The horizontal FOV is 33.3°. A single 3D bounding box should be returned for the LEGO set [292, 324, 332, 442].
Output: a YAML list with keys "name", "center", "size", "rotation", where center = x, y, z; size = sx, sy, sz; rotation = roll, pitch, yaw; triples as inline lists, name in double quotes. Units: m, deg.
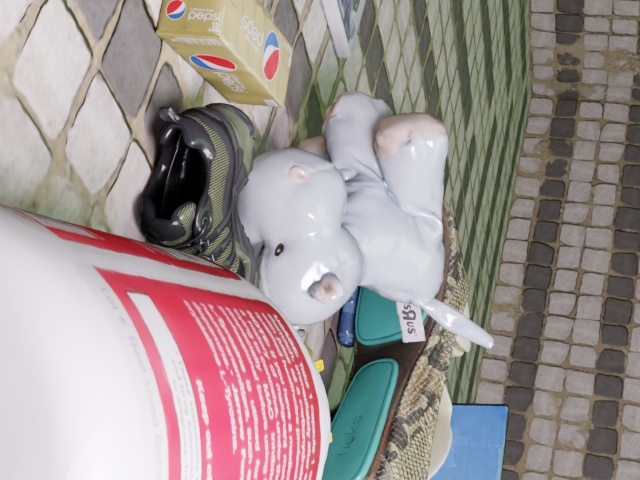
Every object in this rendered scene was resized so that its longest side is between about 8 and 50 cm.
- name: "LEGO set"
  center: [-0.075, 0.215, 1.116]
  size: [0.132, 0.107, 0.287]
  rotation: [10, 91, -39]

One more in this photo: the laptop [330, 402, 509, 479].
- name: "laptop"
  center: [0.114, 0.445, 1.550]
  size: [0.408, 0.236, 0.382]
  rotation: [-12, 107, -73]

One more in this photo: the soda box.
- name: "soda box"
  center: [-0.079, -0.175, 0.943]
  size: [0.181, 0.058, 0.061]
  rotation: [39, 59, -72]

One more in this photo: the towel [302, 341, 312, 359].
- name: "towel"
  center: [-0.026, 0.157, 1.349]
  size: [0.083, 0.009, 0.060]
  rotation: [57, 43, -66]

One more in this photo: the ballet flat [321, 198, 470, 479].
- name: "ballet flat"
  center: [0.121, 0.173, 1.447]
  size: [0.182, 0.164, 0.482]
  rotation: [38, 53, -32]

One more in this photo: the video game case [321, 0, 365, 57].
- name: "video game case"
  center: [0.032, -0.350, 1.319]
  size: [0.190, 0.022, 0.173]
  rotation: [68, 33, -59]

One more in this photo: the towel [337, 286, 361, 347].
- name: "towel"
  center: [0.048, 0.094, 1.545]
  size: [0.067, 0.029, 0.119]
  rotation: [39, 60, -71]

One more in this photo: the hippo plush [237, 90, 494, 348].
- name: "hippo plush"
  center: [0.000, 0.000, 1.130]
  size: [0.236, 0.234, 0.294]
  rotation: [-18, 101, -40]

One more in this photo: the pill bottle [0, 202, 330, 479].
- name: "pill bottle"
  center: [-0.128, 0.109, 0.582]
  size: [0.408, 0.229, 0.229]
  rotation: [23, 74, -73]

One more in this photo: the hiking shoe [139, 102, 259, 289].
- name: "hiking shoe"
  center: [-0.112, -0.001, 0.893]
  size: [0.114, 0.086, 0.226]
  rotation: [-11, 102, -59]
